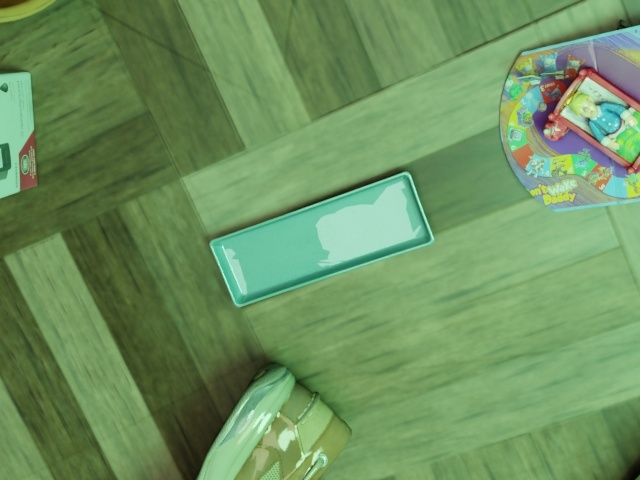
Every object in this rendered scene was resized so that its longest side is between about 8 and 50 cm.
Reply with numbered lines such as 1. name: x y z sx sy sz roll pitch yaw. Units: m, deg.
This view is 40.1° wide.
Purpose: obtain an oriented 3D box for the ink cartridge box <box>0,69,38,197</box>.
1. ink cartridge box: -0.306 -0.085 0.742 0.063 0.150 0.109 4 105 10

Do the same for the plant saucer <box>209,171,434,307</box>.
1. plant saucer: 0.000 0.000 0.774 0.192 0.018 0.067 -19 100 14

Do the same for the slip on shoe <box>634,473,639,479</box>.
1. slip on shoe: 0.304 0.248 0.730 0.101 0.123 0.331 32 103 -2

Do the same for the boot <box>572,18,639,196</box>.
1. boot: 0.235 -0.100 0.696 0.106 0.037 0.114 46 112 0

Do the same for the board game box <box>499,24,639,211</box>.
1. board game box: 0.213 -0.090 0.672 0.169 0.033 0.133 -7 97 33

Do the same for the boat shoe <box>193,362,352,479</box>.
1. boat shoe: -0.082 0.269 0.806 0.116 0.123 0.324 31 109 0

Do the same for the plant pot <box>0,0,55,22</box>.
1. plant pot: -0.338 -0.293 0.647 0.204 0.291 0.290 -2 104 29
